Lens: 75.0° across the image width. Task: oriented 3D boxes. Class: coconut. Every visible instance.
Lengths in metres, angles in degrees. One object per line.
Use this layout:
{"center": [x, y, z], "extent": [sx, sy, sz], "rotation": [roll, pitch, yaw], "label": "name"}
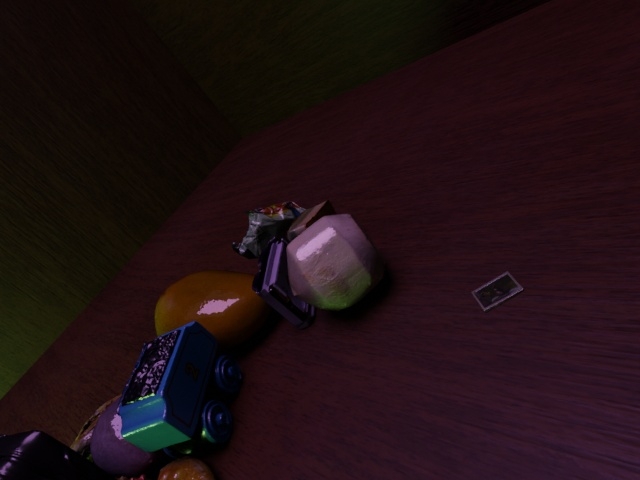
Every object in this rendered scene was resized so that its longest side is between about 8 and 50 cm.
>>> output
{"center": [0.030, 0.067, 1.100], "extent": [0.247, 0.245, 0.245], "rotation": [-37, 28, 8], "label": "coconut"}

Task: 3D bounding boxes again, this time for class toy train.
{"center": [-0.352, 0.379, 1.077], "extent": [0.187, 0.265, 0.300], "rotation": [-26, 32, 19], "label": "toy train"}

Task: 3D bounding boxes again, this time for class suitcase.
{"center": [-0.670, 0.625, 1.027], "extent": [0.339, 0.345, 0.188], "rotation": [-24, 25, 30], "label": "suitcase"}

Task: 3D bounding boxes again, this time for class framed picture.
{"center": [0.367, 0.106, 0.868], "extent": [0.089, 0.007, 0.066], "rotation": [-33, 28, 12], "label": "framed picture"}

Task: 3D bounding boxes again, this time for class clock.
{"center": [-0.100, 0.122, 1.232], "extent": [0.083, 0.186, 0.253], "rotation": [-33, 27, 24], "label": "clock"}

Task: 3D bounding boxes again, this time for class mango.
{"center": [-0.341, 0.224, 1.342], "extent": [0.445, 0.232, 0.300], "rotation": [-11, 34, 28], "label": "mango"}

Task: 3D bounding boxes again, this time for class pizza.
{"center": [-0.313, 0.598, 0.932], "extent": [0.292, 0.058, 0.197], "rotation": [-8, 42, 48], "label": "pizza"}

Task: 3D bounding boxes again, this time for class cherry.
{"center": [-0.516, 0.530, 1.145], "extent": [0.266, 0.183, 0.213], "rotation": [25, 82, 46], "label": "cherry"}

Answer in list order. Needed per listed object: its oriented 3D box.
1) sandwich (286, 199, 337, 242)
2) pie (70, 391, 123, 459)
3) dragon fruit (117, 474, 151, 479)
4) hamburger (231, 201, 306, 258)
{"center": [0.000, 0.000, 1.282], "extent": [0.108, 0.186, 0.220], "rotation": [-23, 14, 27], "label": "sandwich"}
{"center": [-0.696, 0.592, 1.327], "extent": [0.339, 0.077, 0.339], "rotation": [-42, 10, 9], "label": "pie"}
{"center": [-0.443, 0.614, 1.009], "extent": [0.081, 0.116, 0.086], "rotation": [-49, 20, -7], "label": "dragon fruit"}
{"center": [-0.157, 0.002, 1.477], "extent": [0.276, 0.260, 0.151], "rotation": [-61, 41, 36], "label": "hamburger"}
